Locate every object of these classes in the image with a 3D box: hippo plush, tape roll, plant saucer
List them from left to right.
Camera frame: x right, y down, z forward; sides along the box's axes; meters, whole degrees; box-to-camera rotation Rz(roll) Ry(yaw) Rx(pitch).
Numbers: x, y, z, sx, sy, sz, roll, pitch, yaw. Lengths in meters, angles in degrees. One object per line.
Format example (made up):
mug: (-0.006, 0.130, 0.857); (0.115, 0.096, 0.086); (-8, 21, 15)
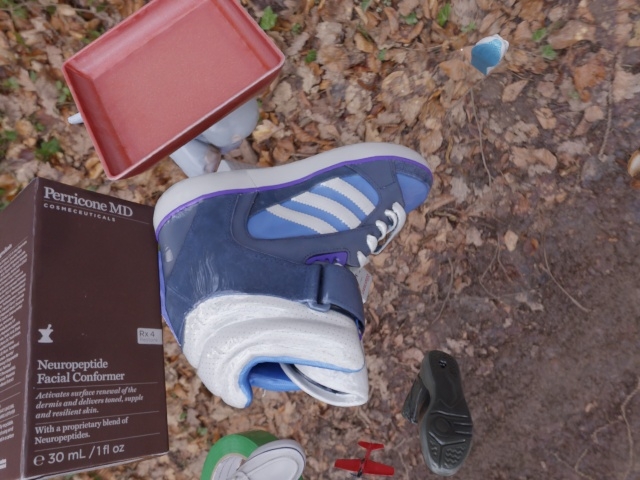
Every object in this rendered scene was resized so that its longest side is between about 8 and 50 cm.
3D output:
plant saucer: (-0.202, -0.225, 0.640); (0.259, 0.048, 0.258); (-35, 62, 1)
hippo plush: (-0.226, -0.264, 0.830); (0.294, 0.234, 0.236); (27, 158, -31)
tape roll: (-0.165, 0.622, 1.119); (0.321, 0.077, 0.321); (-8, 78, 43)

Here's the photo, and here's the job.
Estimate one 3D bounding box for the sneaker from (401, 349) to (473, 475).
sneaker: (0.195, 0.311, 0.807); (0.087, 0.228, 0.130); (12, 123, -1)

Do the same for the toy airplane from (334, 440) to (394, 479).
toy airplane: (0.114, 0.536, 1.160); (0.151, 0.151, 0.028); (-1, 97, 17)

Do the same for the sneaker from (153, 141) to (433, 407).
sneaker: (0.018, 0.036, 0.457); (0.236, 0.322, 0.130); (63, 150, 27)

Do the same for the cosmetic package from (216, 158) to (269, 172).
cosmetic package: (-0.074, -0.072, 0.886); (0.117, 0.231, 0.086); (55, 129, 41)

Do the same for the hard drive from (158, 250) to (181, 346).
hard drive: (-0.194, 0.040, 0.963); (0.318, 0.040, 0.210); (-37, 65, -5)

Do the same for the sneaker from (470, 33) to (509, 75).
sneaker: (0.499, -0.558, 1.378); (0.087, 0.228, 0.092); (40, 103, 2)

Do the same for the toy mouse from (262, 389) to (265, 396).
toy mouse: (-0.090, 0.228, 0.903); (0.161, 0.143, 0.031); (35, 129, -21)

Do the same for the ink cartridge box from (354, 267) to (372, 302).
ink cartridge box: (0.051, 0.101, 1.430); (0.208, 0.153, 0.087); (43, 120, -10)

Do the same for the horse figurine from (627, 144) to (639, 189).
horse figurine: (0.564, -0.160, 0.747); (0.263, 0.174, 0.066); (-41, 61, -10)

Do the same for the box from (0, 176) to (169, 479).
box: (-0.339, 0.123, 0.670); (0.143, 0.191, 0.382); (-27, 64, 32)

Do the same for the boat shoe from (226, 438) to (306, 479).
boat shoe: (-0.140, 0.448, 0.815); (0.267, 0.088, 0.096); (-28, 96, -4)

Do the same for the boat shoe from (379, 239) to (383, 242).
boat shoe: (0.124, -0.008, 1.658); (0.110, 0.307, 0.105); (20, 95, 37)
